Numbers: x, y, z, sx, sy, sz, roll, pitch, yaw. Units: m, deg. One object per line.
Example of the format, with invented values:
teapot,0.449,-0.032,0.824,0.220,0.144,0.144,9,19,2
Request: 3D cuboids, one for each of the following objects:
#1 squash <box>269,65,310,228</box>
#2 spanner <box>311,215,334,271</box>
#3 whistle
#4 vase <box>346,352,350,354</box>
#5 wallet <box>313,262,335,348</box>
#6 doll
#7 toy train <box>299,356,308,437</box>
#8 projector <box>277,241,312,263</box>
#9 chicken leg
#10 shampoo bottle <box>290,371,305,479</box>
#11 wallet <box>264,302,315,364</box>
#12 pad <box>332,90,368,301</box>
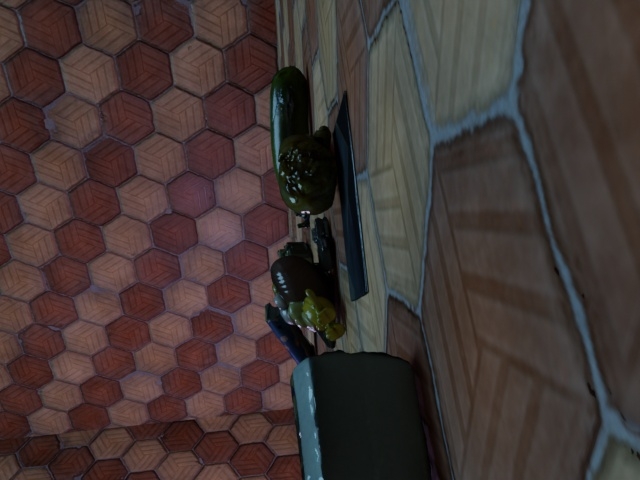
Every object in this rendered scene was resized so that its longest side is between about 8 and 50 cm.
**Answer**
squash,-0.057,-0.186,1.304,0.087,0.087,0.331,-113,17,-76
spanner,0.000,0.000,1.177,0.325,0.026,0.093,-134,38,-85
whistle,0.014,0.243,0.474,0.163,0.164,0.289,93,172,-60
vase,0.032,0.195,0.804,0.053,0.053,0.100,-102,4,-57
wallet,0.005,0.117,1.160,0.082,0.018,0.156,47,147,48
doll,-0.028,0.092,1.037,0.145,0.096,0.188,52,175,-7
toy train,0.000,0.266,1.003,0.194,0.081,0.125,94,-176,-53
projector,-0.067,0.109,1.704,0.269,0.088,0.193,-126,34,-81
chicken leg,-0.017,-0.112,0.910,0.227,0.088,0.103,-86,-17,-60
shampoo bottle,-0.007,0.437,1.353,0.350,0.084,0.125,-101,5,-47
wallet,-0.083,0.265,1.773,0.202,0.059,0.141,57,-173,-19
pad,0.035,-0.047,0.805,0.163,0.004,0.242,111,153,-80
